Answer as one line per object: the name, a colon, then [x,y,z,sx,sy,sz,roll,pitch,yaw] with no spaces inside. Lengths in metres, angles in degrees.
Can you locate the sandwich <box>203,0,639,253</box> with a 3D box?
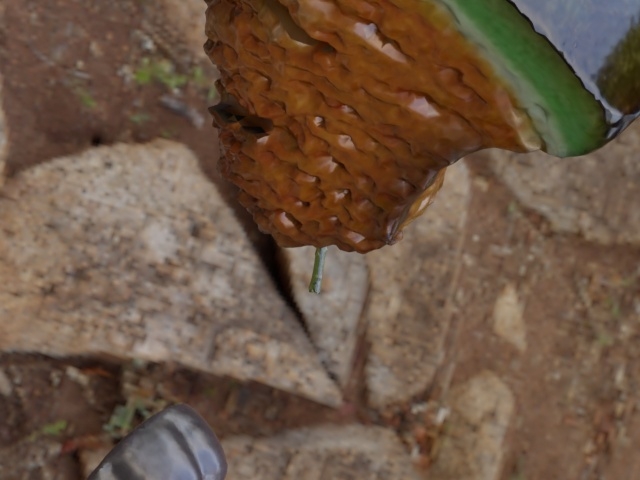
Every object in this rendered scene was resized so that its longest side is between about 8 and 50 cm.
sandwich: [0.034,-0.117,0.758,0.162,0.250,0.301,-52,180,-37]

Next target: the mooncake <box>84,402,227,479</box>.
mooncake: [-0.242,0.349,2.017,0.245,0.133,0.245,-38,165,-12]

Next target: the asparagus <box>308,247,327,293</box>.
asparagus: [0.000,0.000,1.474,0.015,0.014,0.114,-4,107,-35]
